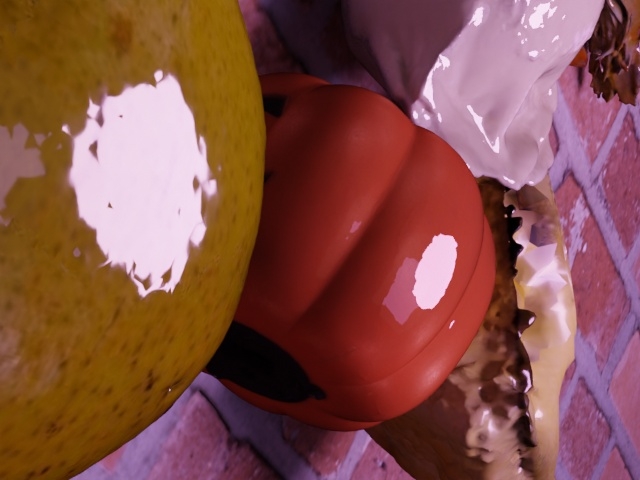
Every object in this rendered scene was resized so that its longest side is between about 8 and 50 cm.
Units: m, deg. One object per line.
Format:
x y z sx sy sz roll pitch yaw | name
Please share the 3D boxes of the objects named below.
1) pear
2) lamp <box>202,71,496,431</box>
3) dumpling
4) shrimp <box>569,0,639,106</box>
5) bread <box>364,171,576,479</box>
-0.156 -0.037 0.577 0.294 0.294 0.294 -41 141 -45 | pear
0.000 0.000 0.989 0.164 0.187 0.187 -59 151 -24 | lamp
0.096 -0.144 1.105 0.193 0.147 0.258 31 55 -53 | dumpling
0.195 -0.181 1.373 0.150 0.068 0.248 -47 142 -16 | shrimp
0.081 0.057 1.209 0.204 0.162 0.262 66 22 -50 | bread
